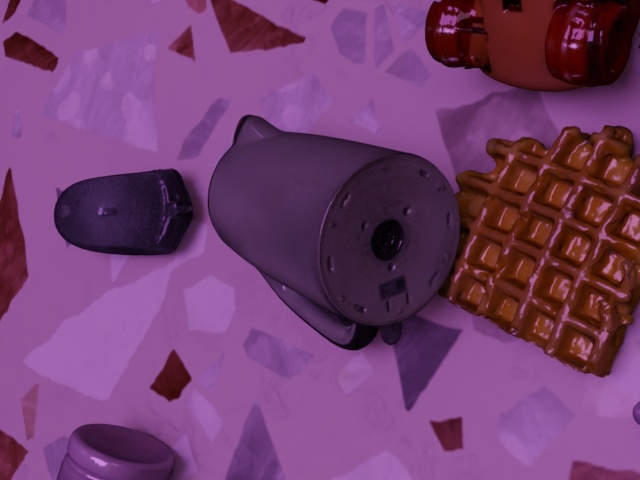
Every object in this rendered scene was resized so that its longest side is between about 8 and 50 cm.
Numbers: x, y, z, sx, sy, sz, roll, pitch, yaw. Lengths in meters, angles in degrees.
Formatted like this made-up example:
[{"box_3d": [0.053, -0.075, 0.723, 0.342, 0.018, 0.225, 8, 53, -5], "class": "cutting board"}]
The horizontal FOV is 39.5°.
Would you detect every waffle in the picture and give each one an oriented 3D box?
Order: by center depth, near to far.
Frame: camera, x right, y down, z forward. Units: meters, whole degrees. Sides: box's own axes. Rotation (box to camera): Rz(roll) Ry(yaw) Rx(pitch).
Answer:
[{"box_3d": [0.214, -0.017, 0.848, 0.229, 0.057, 0.219, 30, 99, 36], "class": "waffle"}]

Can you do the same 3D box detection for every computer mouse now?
[{"box_3d": [-0.248, -0.037, 1.173, 0.228, 0.068, 0.113, 0, 87, 26], "class": "computer mouse"}]

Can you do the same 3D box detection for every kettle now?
[{"box_3d": [0.000, 0.000, 0.920, 0.255, 0.165, 0.240, 20, 126, 52], "class": "kettle"}]

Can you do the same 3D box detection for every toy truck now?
[{"box_3d": [0.223, -0.285, 0.829, 0.189, 0.239, 0.265, 17, 133, 36], "class": "toy truck"}]

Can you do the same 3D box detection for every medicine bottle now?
[{"box_3d": [-0.275, 0.362, 1.085, 0.133, 0.133, 0.250, 20, 93, 36], "class": "medicine bottle"}]

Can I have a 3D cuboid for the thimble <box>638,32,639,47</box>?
[{"box_3d": [0.332, -0.117, 0.659, 0.150, 0.237, 0.237, -21, 70, 16], "class": "thimble"}]

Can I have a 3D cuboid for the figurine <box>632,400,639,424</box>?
[{"box_3d": [0.380, 0.079, 0.660, 0.274, 0.133, 0.194, -21, 59, 42], "class": "figurine"}]
